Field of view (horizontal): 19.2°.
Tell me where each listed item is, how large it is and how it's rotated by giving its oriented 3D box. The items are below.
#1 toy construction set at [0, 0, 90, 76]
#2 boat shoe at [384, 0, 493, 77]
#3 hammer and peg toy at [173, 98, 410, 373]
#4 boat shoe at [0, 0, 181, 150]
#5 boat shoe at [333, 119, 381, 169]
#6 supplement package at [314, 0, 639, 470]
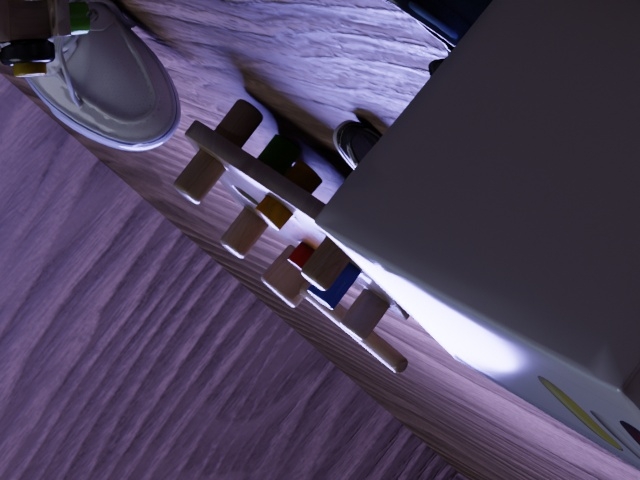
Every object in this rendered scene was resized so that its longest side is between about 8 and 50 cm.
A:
[{"bbox_3d":[-0.343,-0.295,1.906,0.237,0.257,0.309,2,157,-16],"label":"toy construction set"},{"bbox_3d":[0.097,-0.109,1.131,0.109,0.089,0.258,31,170,47],"label":"boat shoe"},{"bbox_3d":[0.000,0.000,2.140,0.266,0.127,0.361,34,171,23],"label":"hammer and peg toy"},{"bbox_3d":[-0.295,-0.253,2.100,0.367,0.136,0.156,48,170,2],"label":"boat shoe"},{"bbox_3d":[0.062,-0.063,1.774,0.125,0.046,0.038,51,174,-22],"label":"boat shoe"},{"bbox_3d":[0.164,-0.009,0.961,0.145,0.204,0.262,44,171,-35],"label":"supplement package"}]
